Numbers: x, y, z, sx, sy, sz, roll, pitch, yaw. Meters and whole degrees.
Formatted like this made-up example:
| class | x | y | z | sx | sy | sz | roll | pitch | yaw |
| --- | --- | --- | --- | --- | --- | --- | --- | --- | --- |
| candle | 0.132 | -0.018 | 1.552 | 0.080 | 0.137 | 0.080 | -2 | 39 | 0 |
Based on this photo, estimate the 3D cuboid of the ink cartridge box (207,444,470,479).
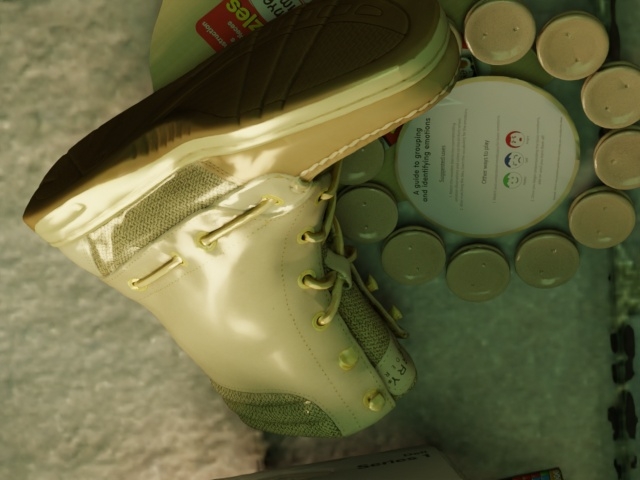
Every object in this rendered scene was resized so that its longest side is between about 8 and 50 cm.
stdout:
| class | x | y | z | sx | sy | sz | roll | pitch | yaw |
| --- | --- | --- | --- | --- | --- | --- | --- | --- | --- |
| ink cartridge box | 0.001 | 0.273 | 0.758 | 0.201 | 0.117 | 0.278 | -9 | 92 | -5 |

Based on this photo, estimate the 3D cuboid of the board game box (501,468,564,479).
| class | x | y | z | sx | sy | sz | roll | pitch | yaw |
| --- | --- | --- | --- | --- | --- | --- | --- | --- | --- |
| board game box | 0.139 | 0.241 | 0.778 | 0.048 | 0.141 | 0.170 | -13 | 108 | 10 |

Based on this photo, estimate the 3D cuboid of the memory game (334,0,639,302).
| class | x | y | z | sx | sy | sz | roll | pitch | yaw |
| --- | --- | --- | --- | --- | --- | --- | --- | --- | --- |
| memory game | 0.089 | -0.045 | 0.726 | 0.186 | 0.012 | 0.186 | 1 | 123 | 1 |

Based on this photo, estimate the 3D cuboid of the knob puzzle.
| class | x | y | z | sx | sy | sz | roll | pitch | yaw |
| --- | --- | --- | --- | --- | --- | --- | --- | --- | --- |
| knob puzzle | -0.004 | -0.094 | 0.722 | 0.213 | 0.030 | 0.213 | 0 | 123 | 0 |

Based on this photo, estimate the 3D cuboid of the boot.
| class | x | y | z | sx | sy | sz | roll | pitch | yaw |
| --- | --- | --- | --- | --- | --- | --- | --- | --- | --- |
| boot | 0.000 | 0.000 | 0.690 | 0.262 | 0.095 | 0.203 | -24 | 119 | 33 |
